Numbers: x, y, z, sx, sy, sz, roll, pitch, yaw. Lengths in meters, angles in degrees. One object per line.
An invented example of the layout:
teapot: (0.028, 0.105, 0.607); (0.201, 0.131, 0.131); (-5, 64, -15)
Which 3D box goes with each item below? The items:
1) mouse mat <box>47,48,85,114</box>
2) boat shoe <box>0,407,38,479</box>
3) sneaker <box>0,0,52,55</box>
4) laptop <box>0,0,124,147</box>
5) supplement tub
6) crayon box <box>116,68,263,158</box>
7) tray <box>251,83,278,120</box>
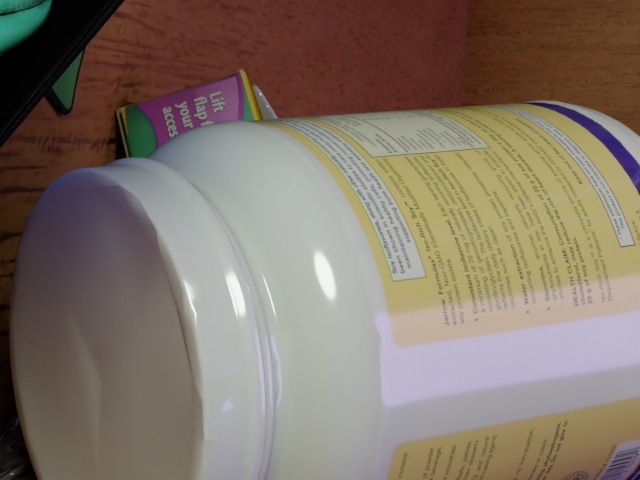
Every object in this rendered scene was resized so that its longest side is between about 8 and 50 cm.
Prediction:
mouse mat: (-0.158, -0.189, 1.102); (0.153, 0.007, 0.190); (67, 28, -65)
boat shoe: (-0.150, 0.160, 1.014); (0.092, 0.102, 0.285); (83, 20, -59)
sneaker: (-0.189, -0.147, 0.704); (0.295, 0.123, 0.178); (-3, 118, -55)
laptop: (0.008, -0.160, 0.896); (0.382, 0.407, 0.236); (-39, -119, 46)
supplement tub: (0.024, 0.050, 0.989); (0.331, 0.241, 0.241); (-6, 103, -35)
crayon box: (-0.027, 0.117, 1.286); (0.313, 0.106, 0.363); (69, 3, -61)
tray: (0.000, 0.000, 1.506); (0.270, 0.030, 0.145); (58, -8, 0)
